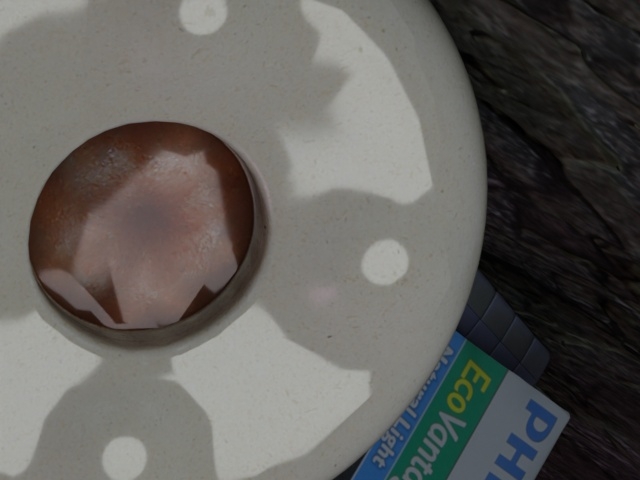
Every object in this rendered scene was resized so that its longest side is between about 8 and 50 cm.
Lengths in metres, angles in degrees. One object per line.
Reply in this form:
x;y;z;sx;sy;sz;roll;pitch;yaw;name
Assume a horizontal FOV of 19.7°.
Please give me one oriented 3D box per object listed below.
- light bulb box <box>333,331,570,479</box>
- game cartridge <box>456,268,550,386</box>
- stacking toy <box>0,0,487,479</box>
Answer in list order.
-0.063;0.197;1.388;0.225;0.358;0.361;36;168;-21;light bulb box
0.000;0.000;1.462;0.355;0.068;0.230;27;163;41;game cartridge
-0.143;-0.074;1.055;0.350;0.350;0.480;41;-176;-27;stacking toy
